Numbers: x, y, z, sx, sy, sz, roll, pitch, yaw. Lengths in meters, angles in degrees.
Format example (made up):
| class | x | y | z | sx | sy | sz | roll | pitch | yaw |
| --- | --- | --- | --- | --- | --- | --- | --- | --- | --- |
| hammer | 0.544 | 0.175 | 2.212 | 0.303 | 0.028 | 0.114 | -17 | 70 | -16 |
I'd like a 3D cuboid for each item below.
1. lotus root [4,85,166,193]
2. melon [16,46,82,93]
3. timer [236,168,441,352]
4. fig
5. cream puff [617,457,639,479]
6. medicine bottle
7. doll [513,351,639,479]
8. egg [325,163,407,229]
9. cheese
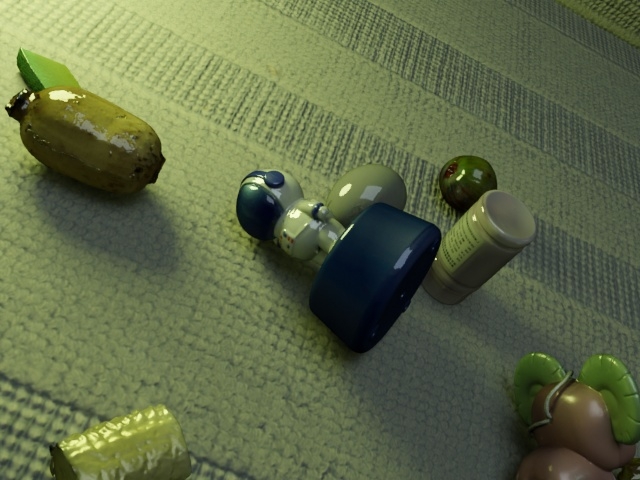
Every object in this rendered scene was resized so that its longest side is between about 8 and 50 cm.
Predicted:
| class | x | y | z | sx | sy | sz | roll | pitch | yaw |
| --- | --- | --- | --- | --- | --- | --- | --- | --- | --- |
| lotus root | -0.421 | -0.183 | 1.179 | 0.284 | 0.146 | 0.160 | 27 | 39 | -15 |
| melon | -0.488 | -0.273 | 1.295 | 0.262 | 0.053 | 0.114 | 45 | 29 | 4 |
| timer | 0.000 | 0.000 | 1.227 | 0.383 | 0.270 | 0.270 | 33 | 45 | 17 |
| fig | 0.396 | -0.112 | 1.611 | 0.245 | 0.149 | 0.149 | 29 | 44 | -32 |
| cream puff | 0.635 | 0.490 | 1.267 | 0.146 | 0.116 | 0.146 | -1 | 53 | 2 |
| medicine bottle | 0.317 | 0.020 | 1.352 | 0.133 | 0.250 | 0.133 | 15 | 49 | -17 |
| doll | 0.451 | 0.338 | 1.185 | 0.216 | 0.284 | 0.268 | -2 | 82 | -29 |
| egg | 0.096 | -0.083 | 1.381 | 0.198 | 0.146 | 0.146 | -26 | 70 | -31 |
| cheese | -0.276 | 0.309 | 0.916 | 0.167 | 0.094 | 0.123 | -12 | 53 | -40 |
